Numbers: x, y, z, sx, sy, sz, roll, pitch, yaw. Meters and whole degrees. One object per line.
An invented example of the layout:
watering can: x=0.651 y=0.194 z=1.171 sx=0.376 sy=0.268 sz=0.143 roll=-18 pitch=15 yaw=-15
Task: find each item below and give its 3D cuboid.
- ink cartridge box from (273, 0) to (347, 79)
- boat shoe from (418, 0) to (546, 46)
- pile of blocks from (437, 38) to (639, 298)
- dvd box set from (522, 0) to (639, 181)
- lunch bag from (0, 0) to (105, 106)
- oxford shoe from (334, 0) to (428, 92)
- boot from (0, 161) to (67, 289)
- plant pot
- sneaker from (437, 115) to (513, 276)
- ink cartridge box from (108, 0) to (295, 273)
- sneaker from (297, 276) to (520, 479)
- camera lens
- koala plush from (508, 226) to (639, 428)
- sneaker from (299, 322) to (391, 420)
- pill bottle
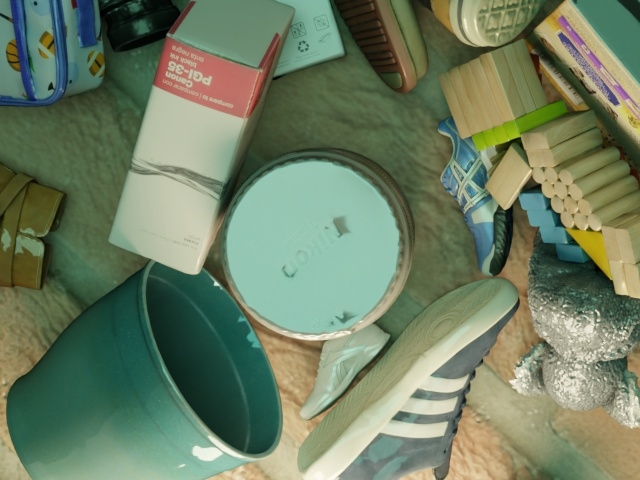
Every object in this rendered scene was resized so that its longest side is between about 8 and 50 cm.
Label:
ink cartridge box: x=-0.093 y=-0.361 z=1.930 sx=0.165 sy=0.065 sz=0.332 roll=-17 pitch=94 yaw=6
boat shoe: x=0.273 y=-0.446 z=1.830 sx=0.156 sy=0.187 sz=0.500 roll=30 pitch=78 yaw=37
pile of blocks: x=0.288 y=-0.085 z=1.824 sx=0.113 sy=0.149 sz=0.362 roll=-24 pitch=70 yaw=-33
dvd box set: x=0.361 y=-0.143 z=1.733 sx=0.062 sy=0.420 sz=0.307 roll=-40 pitch=90 yaw=2
lunch bag: x=-0.369 y=-0.313 z=1.869 sx=0.243 sy=0.115 sz=0.303 roll=6 pitch=110 yaw=36
oxford shoe: x=0.078 y=-0.378 z=1.884 sx=0.146 sy=0.140 sz=0.397 roll=-21 pitch=104 yaw=-18
boot: x=-0.453 y=0.029 z=1.969 sx=0.220 sy=0.109 sz=0.283 roll=18 pitch=87 yaw=-1
plant pot: x=-0.226 y=0.192 z=1.884 sx=0.255 sy=0.271 sz=0.271 roll=-30 pitch=91 yaw=19
sneaker: x=0.193 y=-0.059 z=1.928 sx=0.081 sy=0.080 sz=0.211 roll=-6 pitch=83 yaw=11
ink cartridge box: x=-0.139 y=-0.134 z=1.825 sx=0.117 sy=0.207 sz=0.283 roll=20 pitch=120 yaw=-1
sneaker: x=0.137 y=0.201 z=1.929 sx=0.350 sy=0.131 sz=0.148 roll=-45 pitch=105 yaw=4
camera lens: x=0.000 y=0.000 z=1.839 sx=0.219 sy=0.274 sz=0.219 roll=0 pitch=93 yaw=4
koala plush: x=0.319 y=0.115 z=1.882 sx=0.196 sy=0.203 sz=0.221 roll=16 pitch=122 yaw=18
sneaker: x=0.020 y=0.160 z=1.963 sx=0.061 sy=0.054 sz=0.152 roll=41 pitch=87 yaw=8
pill bottle: x=-0.247 y=-0.348 z=1.911 sx=0.123 sy=0.123 sz=0.219 roll=-20 pitch=92 yaw=5
